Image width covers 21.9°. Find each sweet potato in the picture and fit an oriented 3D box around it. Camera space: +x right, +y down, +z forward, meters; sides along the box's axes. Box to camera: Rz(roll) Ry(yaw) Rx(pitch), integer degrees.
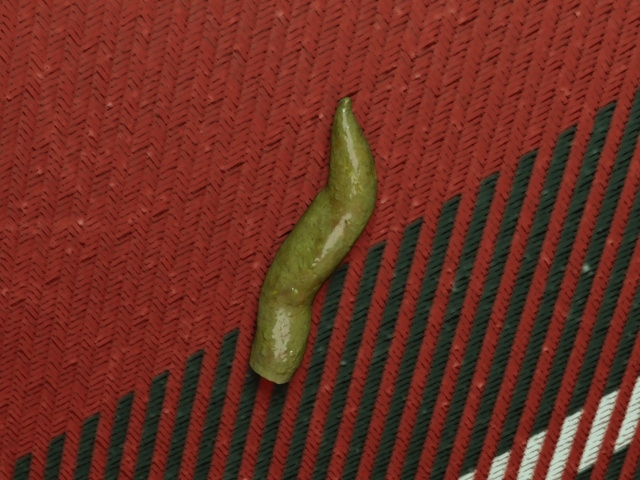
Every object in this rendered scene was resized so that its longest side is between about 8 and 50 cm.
[{"bbox_3d":[0.000,0.000,1.531,0.067,0.059,0.281,28,111,8],"label":"sweet potato"}]
